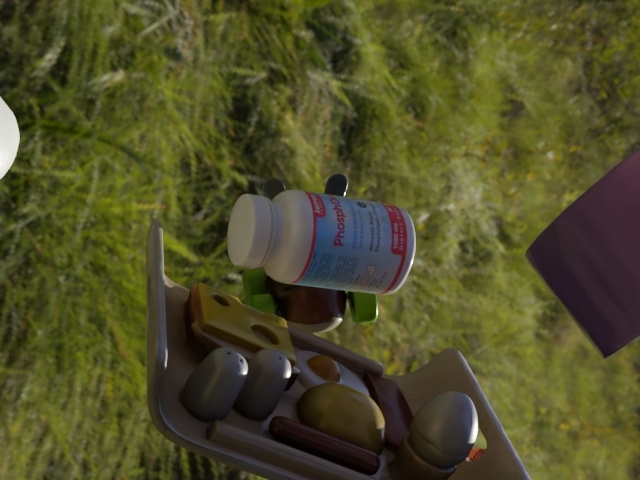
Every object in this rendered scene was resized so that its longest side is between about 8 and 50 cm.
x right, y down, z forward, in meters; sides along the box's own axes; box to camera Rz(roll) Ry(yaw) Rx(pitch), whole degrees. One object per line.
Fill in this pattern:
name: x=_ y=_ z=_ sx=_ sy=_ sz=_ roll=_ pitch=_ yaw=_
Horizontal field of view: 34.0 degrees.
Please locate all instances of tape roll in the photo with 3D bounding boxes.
tape roll: x=0.220 y=-0.016 z=0.619 sx=0.080 sy=0.189 sz=0.189 roll=55 pitch=-6 yaw=14

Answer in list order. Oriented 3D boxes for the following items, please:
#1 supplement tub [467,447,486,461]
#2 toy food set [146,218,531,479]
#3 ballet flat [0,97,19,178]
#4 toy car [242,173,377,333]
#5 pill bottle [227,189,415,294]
supplement tub: x=0.132 y=0.363 z=0.949 sx=0.194 sy=0.193 sz=0.316 roll=66 pitch=18 yaw=-58
toy food set: x=0.005 y=0.094 z=0.800 sx=0.306 sy=0.092 sz=0.220 roll=26 pitch=19 yaw=-21
ballet flat: x=-0.372 y=-0.091 z=0.741 sx=0.400 sy=0.139 sz=0.139 roll=18 pitch=26 yaw=-48
toy car: x=-0.019 y=0.007 z=1.293 sx=0.149 sy=0.155 sz=0.189 roll=-116 pitch=-159 yaw=-65
pill bottle: x=0.000 y=0.000 z=0.964 sx=0.087 sy=0.160 sz=0.087 roll=-28 pitch=-121 yaw=60
